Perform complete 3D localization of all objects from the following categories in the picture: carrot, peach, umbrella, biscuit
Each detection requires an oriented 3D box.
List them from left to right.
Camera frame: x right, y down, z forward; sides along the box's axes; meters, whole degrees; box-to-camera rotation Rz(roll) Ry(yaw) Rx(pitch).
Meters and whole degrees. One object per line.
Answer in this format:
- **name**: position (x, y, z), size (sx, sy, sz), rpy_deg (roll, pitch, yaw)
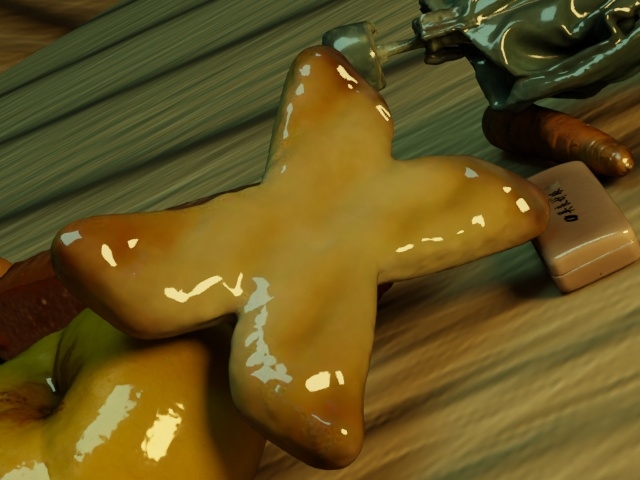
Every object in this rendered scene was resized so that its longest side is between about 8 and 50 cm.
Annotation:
- **peach**: position (-0.109, 0.102, 0.617), size (0.179, 0.103, 0.179), rpy_deg (-28, 22, 12)
- **biscuit**: position (-0.001, 0.000, 0.610), size (0.208, 0.164, 0.047), rpy_deg (-43, -19, -38)
- **carrot**: position (0.142, -0.062, 0.774), size (0.036, 0.035, 0.165), rpy_deg (-33, 21, -10)
- **umbrella**: position (0.174, -0.136, 0.774), size (0.349, 0.094, 0.143), rpy_deg (-15, 9, 3)

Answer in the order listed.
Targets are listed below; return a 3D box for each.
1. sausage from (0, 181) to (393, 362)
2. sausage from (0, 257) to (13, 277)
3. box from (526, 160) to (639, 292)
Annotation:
- **sausage**: position (-0.084, 0.026, 0.779), size (0.330, 0.102, 0.102), rpy_deg (-14, 25, 37)
- **sausage**: position (-0.320, 0.058, 1.032), size (0.238, 0.098, 0.098), rpy_deg (-10, 27, 45)
- **box**: position (0.132, -0.011, 0.679), size (0.048, 0.025, 0.115), rpy_deg (-27, 20, 9)
